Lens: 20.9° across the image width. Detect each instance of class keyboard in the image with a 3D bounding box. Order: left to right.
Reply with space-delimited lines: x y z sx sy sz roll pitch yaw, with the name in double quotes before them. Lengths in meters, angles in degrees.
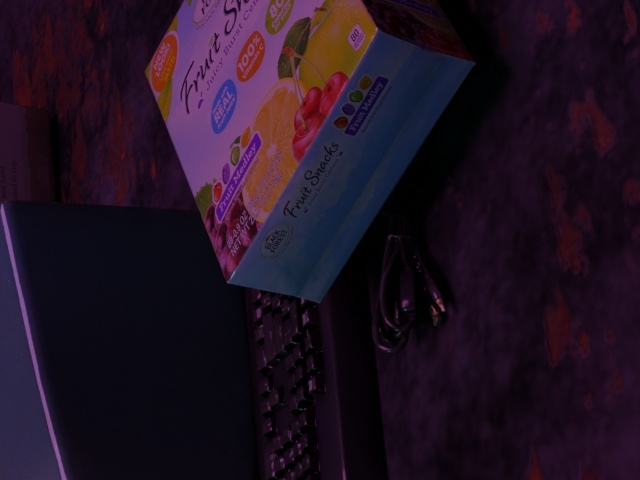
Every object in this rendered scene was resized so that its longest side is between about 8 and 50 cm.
"keyboard" 0.000 0.000 1.020 0.201 0.033 0.317 -39 49 48

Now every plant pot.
"plant pot" -0.136 0.119 1.096 0.166 0.165 0.234 -45 52 45

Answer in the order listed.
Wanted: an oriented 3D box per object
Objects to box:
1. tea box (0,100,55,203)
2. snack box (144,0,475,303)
"tea box" -0.376 0.086 1.452 0.323 0.220 0.329 -43 46 48
"snack box" -0.015 -0.098 0.982 0.174 0.070 0.207 -58 34 27
